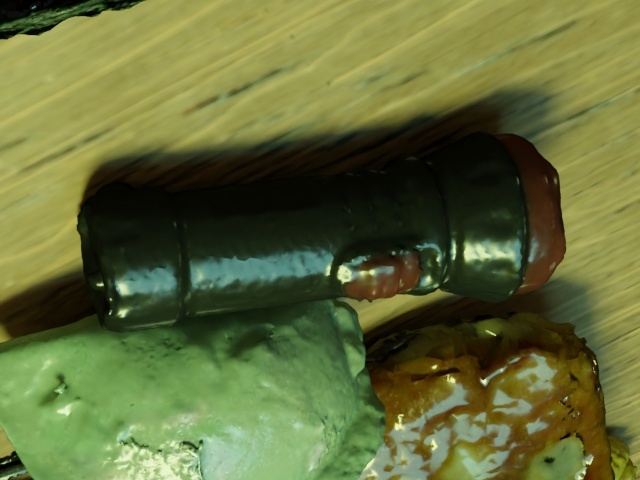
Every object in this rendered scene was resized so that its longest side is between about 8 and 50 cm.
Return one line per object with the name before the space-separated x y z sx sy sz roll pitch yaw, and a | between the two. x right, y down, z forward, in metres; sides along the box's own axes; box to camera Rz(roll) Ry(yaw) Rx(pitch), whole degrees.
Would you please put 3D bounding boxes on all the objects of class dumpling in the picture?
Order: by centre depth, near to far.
dumpling | -0.065 0.089 0.786 0.217 0.149 0.105 0 128 -19

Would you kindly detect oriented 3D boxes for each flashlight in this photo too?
flashlight | 0.000 0.000 0.760 0.232 0.093 0.093 -8 141 -18

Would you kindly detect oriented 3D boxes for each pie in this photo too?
pie | 0.065 0.187 0.964 0.308 0.085 0.308 -12 120 -22

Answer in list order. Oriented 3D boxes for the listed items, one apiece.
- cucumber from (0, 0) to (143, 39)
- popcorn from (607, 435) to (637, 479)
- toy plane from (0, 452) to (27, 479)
cucumber | -0.011 -0.133 0.597 0.303 0.081 0.072 -15 -173 -18
popcorn | 0.192 0.187 1.105 0.084 0.084 0.084 -14 143 -11
toy plane | -0.235 0.237 0.930 0.382 0.106 0.155 -25 156 -5
